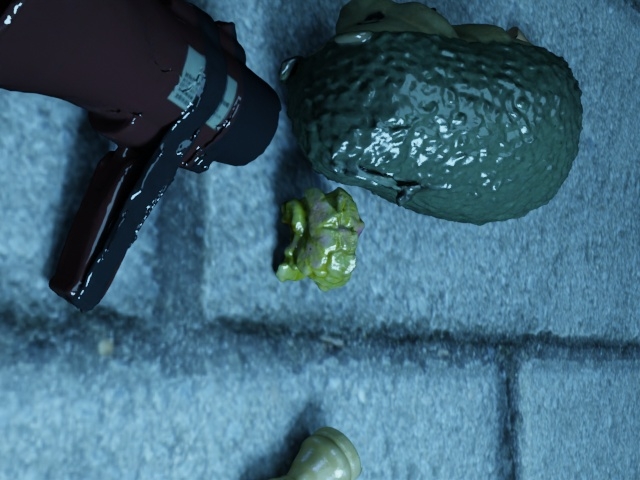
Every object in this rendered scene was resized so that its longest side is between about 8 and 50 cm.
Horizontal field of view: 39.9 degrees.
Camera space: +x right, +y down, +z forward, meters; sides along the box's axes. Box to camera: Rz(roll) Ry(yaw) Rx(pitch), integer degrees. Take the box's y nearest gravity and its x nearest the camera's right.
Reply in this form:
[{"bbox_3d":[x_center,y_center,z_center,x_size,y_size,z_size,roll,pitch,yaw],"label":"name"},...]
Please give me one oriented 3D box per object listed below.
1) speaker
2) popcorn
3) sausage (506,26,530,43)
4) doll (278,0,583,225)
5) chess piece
[{"bbox_3d":[-0.159,-0.106,0.667,0.329,0.198,0.259,36,48,-51],"label":"speaker"},{"bbox_3d":[0.002,-0.001,0.900,0.089,0.109,0.097,11,39,-13],"label":"popcorn"},{"bbox_3d":[0.315,-0.280,1.329,0.116,0.026,0.026,32,63,-43],"label":"sausage"},{"bbox_3d":[0.121,-0.139,0.959,0.349,0.247,0.247,-1,87,-39],"label":"doll"},{"bbox_3d":[-0.019,0.245,0.880,0.122,0.066,0.066,-32,111,-41],"label":"chess piece"}]
